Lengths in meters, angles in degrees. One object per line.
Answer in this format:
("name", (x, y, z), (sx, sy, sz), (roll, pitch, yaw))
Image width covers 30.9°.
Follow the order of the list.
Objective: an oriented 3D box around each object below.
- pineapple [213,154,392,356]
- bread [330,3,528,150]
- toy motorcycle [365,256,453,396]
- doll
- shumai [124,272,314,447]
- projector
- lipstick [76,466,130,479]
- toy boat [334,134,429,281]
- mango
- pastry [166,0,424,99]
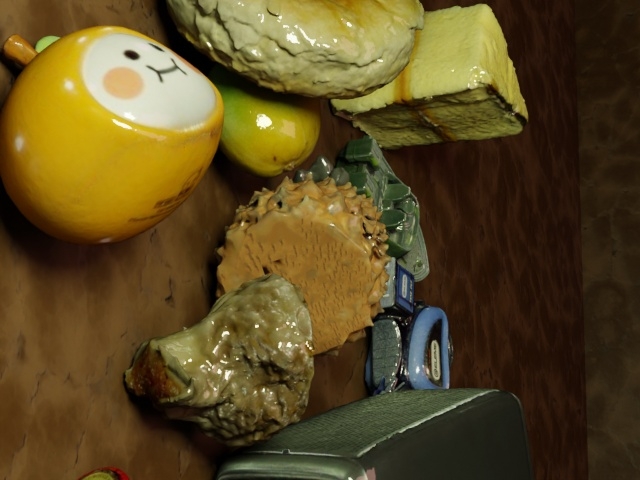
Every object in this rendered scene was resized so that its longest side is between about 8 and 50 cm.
("pineapple", (-0.002, 0.000, 1.476), (0.357, 0.223, 0.222), (-60, 138, -69))
("bread", (0.174, -0.208, 1.817), (0.236, 0.264, 0.198), (61, 36, -41))
("toy motorcycle", (0.109, 0.224, 1.735), (0.213, 0.125, 0.358), (34, 51, -48))
("doll", (-0.218, -0.114, 1.074), (0.236, 0.213, 0.213), (42, 22, 13))
("shumai", (-0.112, 0.127, 1.236), (0.176, 0.206, 0.166), (12, 35, -37))
("projector", (0.090, 0.403, 1.428), (0.405, 0.242, 0.395), (-11, 93, -53))
("lipstick", (-0.172, 0.323, 1.146), (0.241, 0.080, 0.080), (62, 32, -36))
("toy boat", (0.110, -0.030, 1.826), (0.319, 0.092, 0.141), (53, 40, -49))
("mango", (-0.072, -0.181, 1.447), (0.156, 0.114, 0.251), (23, 36, -19))
("pastry", (-0.040, -0.286, 1.375), (0.329, 0.330, 0.136), (-64, 178, -50))
